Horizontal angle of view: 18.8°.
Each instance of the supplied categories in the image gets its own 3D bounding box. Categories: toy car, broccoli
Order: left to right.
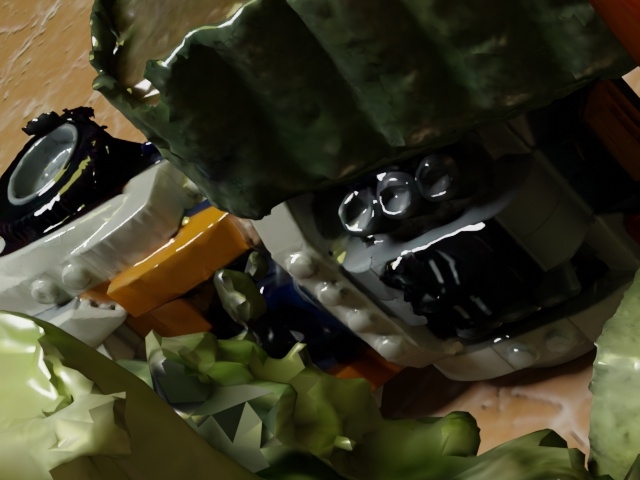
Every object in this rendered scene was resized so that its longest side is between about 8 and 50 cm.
[{"bbox_3d":[-0.057,0.138,0.577,0.347,0.281,0.293,-14,37,3],"label":"broccoli"},{"bbox_3d":[0.001,0.001,0.793,0.301,0.193,0.118,-22,38,36],"label":"toy car"}]

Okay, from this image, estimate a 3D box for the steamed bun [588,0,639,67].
[{"bbox_3d":[0.190,-0.102,0.464,0.235,0.379,0.248,-41,40,19],"label":"steamed bun"}]

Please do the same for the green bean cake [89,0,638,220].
[{"bbox_3d":[0.022,-0.107,0.645,0.181,0.094,0.173,-23,42,21],"label":"green bean cake"}]

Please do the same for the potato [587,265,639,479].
[{"bbox_3d":[0.171,0.038,0.673,0.120,0.081,0.149,11,39,23],"label":"potato"}]
